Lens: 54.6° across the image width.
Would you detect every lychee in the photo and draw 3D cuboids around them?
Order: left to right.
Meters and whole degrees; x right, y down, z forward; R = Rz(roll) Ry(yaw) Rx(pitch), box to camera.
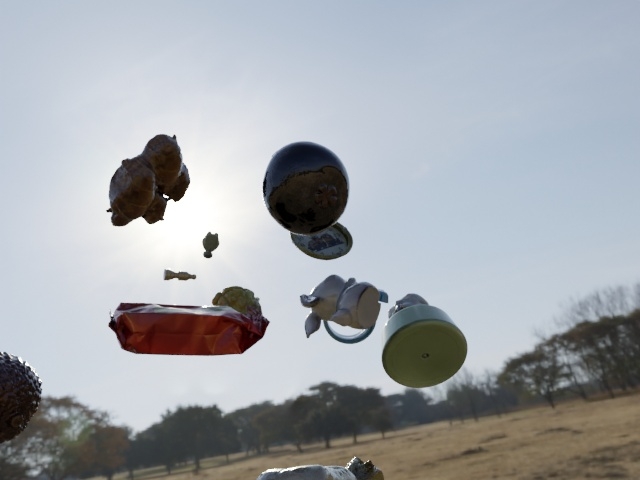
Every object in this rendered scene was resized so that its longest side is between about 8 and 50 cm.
[{"bbox_3d":[-0.848,0.398,1.602,0.271,0.236,0.236,32,13,38],"label":"lychee"}]

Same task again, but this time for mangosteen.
[{"bbox_3d":[-0.059,-0.160,1.823,0.275,0.275,0.302,0,17,-29],"label":"mangosteen"}]

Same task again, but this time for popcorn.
[{"bbox_3d":[-0.267,0.230,1.979,0.173,0.173,0.142,6,-25,-43],"label":"popcorn"}]

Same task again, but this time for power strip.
[{"bbox_3d":[-0.336,0.014,1.878,0.055,0.083,0.035,13,1,-26],"label":"power strip"}]

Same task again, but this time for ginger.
[{"bbox_3d":[-0.603,-0.192,2.170,0.357,0.152,0.274,-48,-24,-18],"label":"ginger"}]

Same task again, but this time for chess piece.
[{"bbox_3d":[-0.401,0.101,1.777,0.092,0.035,0.035,6,-21,-22],"label":"chess piece"}]

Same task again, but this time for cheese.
[{"bbox_3d":[-0.034,0.631,1.490,0.248,0.173,0.251,-17,-21,27],"label":"cheese"}]

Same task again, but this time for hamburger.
[{"bbox_3d":[0.111,0.792,1.920,0.122,0.215,0.189,10,-32,27],"label":"hamburger"}]

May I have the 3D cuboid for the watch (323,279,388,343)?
[{"bbox_3d":[0.105,0.231,1.977,0.211,0.193,0.211,17,2,-1],"label":"watch"}]

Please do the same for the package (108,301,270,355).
[{"bbox_3d":[-0.367,0.241,1.707,0.423,0.123,0.196,3,4,-21],"label":"package"}]

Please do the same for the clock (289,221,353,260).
[{"bbox_3d":[0.000,0.000,2.218,0.237,0.237,0.057,-3,-47,-21],"label":"clock"}]

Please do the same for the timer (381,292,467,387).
[{"bbox_3d":[0.332,0.307,2.182,0.291,0.315,0.291,-3,-59,-5],"label":"timer"}]

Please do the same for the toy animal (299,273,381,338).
[{"bbox_3d":[0.049,0.172,1.621,0.193,0.127,0.178,2,26,29],"label":"toy animal"}]
